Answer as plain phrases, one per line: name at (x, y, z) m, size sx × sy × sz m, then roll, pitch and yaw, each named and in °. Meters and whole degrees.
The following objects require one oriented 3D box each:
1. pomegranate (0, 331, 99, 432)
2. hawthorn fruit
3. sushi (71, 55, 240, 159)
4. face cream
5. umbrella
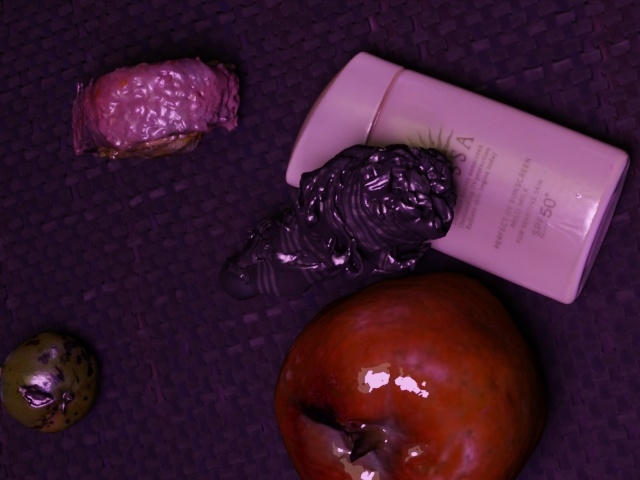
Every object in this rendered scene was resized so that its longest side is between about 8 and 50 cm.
pomegranate at (-0.333, 0.167, 1.598) m, size 0.161 × 0.122 × 0.122 m, roll 2°, pitch 93°, yaw 48°
hawthorn fruit at (0.085, 0.162, 1.329) m, size 0.268 × 0.301 × 0.267 m, roll 2°, pitch 97°, yaw 16°
sushi at (-0.208, -0.143, 1.507) m, size 0.241 × 0.161 × 0.107 m, roll -7°, pitch 90°, yaw 20°
face cream at (0.137, -0.076, 1.415) m, size 0.348 × 0.081 × 0.173 m, roll 24°, pitch 108°, yaw 19°
umbrella at (-0.008, -0.002, 1.391) m, size 0.337 × 0.154 × 0.128 m, roll -22°, pitch 63°, yaw 37°
